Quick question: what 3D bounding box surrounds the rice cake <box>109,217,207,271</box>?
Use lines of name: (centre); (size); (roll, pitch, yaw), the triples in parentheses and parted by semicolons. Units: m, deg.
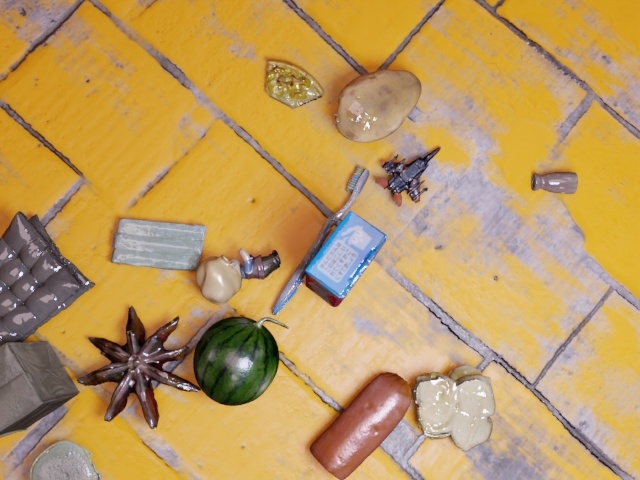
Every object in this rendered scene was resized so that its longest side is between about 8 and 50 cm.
rice cake: (-0.379, 0.009, 1.549); (0.211, 0.038, 0.124); (10, 81, 0)

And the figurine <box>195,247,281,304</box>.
figurine: (-0.188, 0.069, 1.516); (0.195, 0.114, 0.108); (-25, 83, -13)

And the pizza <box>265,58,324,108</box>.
pizza: (-0.072, -0.381, 1.619); (0.160, 0.036, 0.099); (30, 82, 3)

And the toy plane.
toy plane: (0.224, -0.169, 1.586); (0.189, 0.061, 0.130); (-42, 84, -7)

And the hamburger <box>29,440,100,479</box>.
hamburger: (-0.560, 0.514, 1.457); (0.133, 0.062, 0.140); (-34, 82, -10)

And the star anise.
star anise: (-0.400, 0.279, 1.483); (0.288, 0.088, 0.289); (-2, 75, 8)

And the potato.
potato: (0.130, -0.328, 1.582); (0.161, 0.128, 0.235); (41, 77, -12)

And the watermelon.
watermelon: (-0.178, 0.251, 1.442); (0.188, 0.188, 0.215); (29, 102, 2)

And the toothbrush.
toothbrush: (0.000, 0.000, 1.568); (0.042, 0.035, 0.414); (28, 81, 23)

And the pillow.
pillow: (-0.712, 0.117, 1.492); (0.326, 0.101, 0.228); (-40, 86, -5)

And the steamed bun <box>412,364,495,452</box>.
steamed bun: (0.301, 0.374, 1.490); (0.177, 0.106, 0.193); (-10, 95, 10)

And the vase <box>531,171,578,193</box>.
vase: (0.563, -0.140, 1.599); (0.100, 0.053, 0.053); (1, 82, 2)

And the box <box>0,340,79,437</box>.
box: (-0.644, 0.311, 1.398); (0.148, 0.231, 0.155); (-34, 83, -6)

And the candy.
candy: (0.048, 0.049, 1.425); (0.100, 0.306, 0.157); (36, 82, 6)

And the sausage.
sausage: (0.100, 0.406, 1.473); (0.113, 0.113, 0.259); (45, 84, 4)
